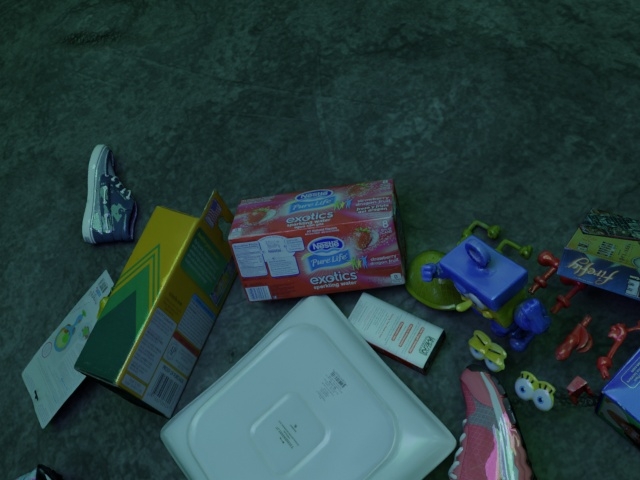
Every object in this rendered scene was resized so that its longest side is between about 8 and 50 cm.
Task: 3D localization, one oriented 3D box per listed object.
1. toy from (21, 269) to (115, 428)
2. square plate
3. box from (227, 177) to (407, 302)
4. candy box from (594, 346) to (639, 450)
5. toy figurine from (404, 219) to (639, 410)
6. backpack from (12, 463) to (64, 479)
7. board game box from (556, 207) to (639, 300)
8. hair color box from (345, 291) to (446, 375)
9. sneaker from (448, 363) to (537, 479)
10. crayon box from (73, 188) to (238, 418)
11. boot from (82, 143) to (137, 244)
[{"bbox_3d":[-0.385,0.179,1.361,0.237,0.056,0.137,-52,45,10],"label":"toy"},{"bbox_3d":[-0.041,0.281,1.202,0.344,0.049,0.347,-43,54,-1],"label":"square plate"},{"bbox_3d":[0.000,0.000,1.301,0.257,0.128,0.122,-8,33,11],"label":"box"},{"bbox_3d":[0.572,0.223,1.080,0.268,0.122,0.317,-44,61,-8],"label":"candy box"},{"bbox_3d":[0.239,0.039,1.143,0.191,0.217,0.362,-43,45,-5],"label":"toy figurine"},{"bbox_3d":[-0.411,0.421,1.218,0.115,0.152,0.182,-26,49,-9],"label":"backpack"},{"bbox_3d":[0.435,0.021,1.160,0.165,0.243,0.042,19,112,21],"label":"board game box"},{"bbox_3d":[0.113,0.142,1.275,0.141,0.043,0.072,25,74,24],"label":"hair color box"},{"bbox_3d":[0.216,0.310,1.115,0.136,0.116,0.313,-18,52,8],"label":"sneaker"},{"bbox_3d":[-0.232,0.092,1.294,0.083,0.203,0.322,17,70,20],"label":"crayon box"},{"bbox_3d":[-0.368,-0.083,1.494,0.086,0.069,0.189,-1,73,6],"label":"boot"}]
